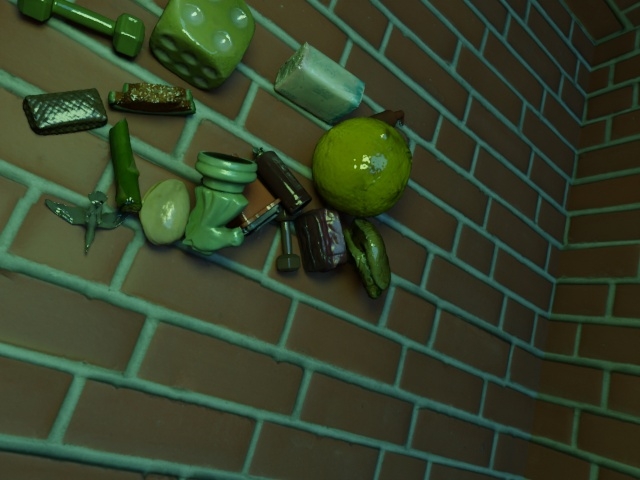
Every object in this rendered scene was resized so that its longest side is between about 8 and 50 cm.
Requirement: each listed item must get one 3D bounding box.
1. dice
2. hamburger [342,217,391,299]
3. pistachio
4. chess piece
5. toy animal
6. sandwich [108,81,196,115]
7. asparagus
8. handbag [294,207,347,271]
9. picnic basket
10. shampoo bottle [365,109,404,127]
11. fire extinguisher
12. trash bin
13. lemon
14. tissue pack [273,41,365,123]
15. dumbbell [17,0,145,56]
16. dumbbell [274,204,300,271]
[{"bbox_3d":[-0.354,-0.624,1.296,0.238,0.226,0.233,30,73,-29],"label":"dice"},{"bbox_3d":[0.177,0.058,1.563,0.134,0.266,0.285,-27,126,-2],"label":"hamburger"},{"bbox_3d":[-0.448,-0.083,1.248,0.145,0.117,0.201,18,78,-51],"label":"pistachio"},{"bbox_3d":[-0.287,-0.092,1.219,0.175,0.175,0.299,6,108,-32],"label":"chess piece"},{"bbox_3d":[-0.619,-0.051,1.151,0.219,0.095,0.156,10,71,-30],"label":"toy animal"},{"bbox_3d":[-0.486,-0.418,1.242,0.234,0.159,0.079,-4,93,-13],"label":"sandwich"},{"bbox_3d":[-0.550,-0.213,1.201,0.060,0.067,0.278,28,44,-72],"label":"asparagus"},{"bbox_3d":[0.000,0.000,1.517,0.135,0.146,0.225,-10,90,-38],"label":"handbag"},{"bbox_3d":[-0.685,-0.353,1.161,0.193,0.054,0.110,-21,97,-30],"label":"picnic basket"},{"bbox_3d":[0.258,-0.485,1.760,0.244,0.085,0.086,-28,101,-33],"label":"shampoo bottle"},{"bbox_3d":[-0.145,-0.211,1.424,0.104,0.105,0.269,-37,85,-29],"label":"fire extinguisher"},{"bbox_3d":[-0.265,-0.133,1.360,0.184,0.161,0.239,-42,100,-28],"label":"trash bin"},{"bbox_3d":[0.136,-0.262,1.514,0.349,0.387,0.350,-29,137,-31],"label":"lemon"},{"bbox_3d":[-0.003,-0.547,1.528,0.271,0.201,0.125,24,66,-29],"label":"tissue pack"},{"bbox_3d":[-0.644,-0.611,1.176,0.301,0.108,0.122,12,80,-31],"label":"dumbbell"},{"bbox_3d":[-0.117,-0.007,1.478,0.081,0.092,0.231,-4,87,-4],"label":"dumbbell"}]
